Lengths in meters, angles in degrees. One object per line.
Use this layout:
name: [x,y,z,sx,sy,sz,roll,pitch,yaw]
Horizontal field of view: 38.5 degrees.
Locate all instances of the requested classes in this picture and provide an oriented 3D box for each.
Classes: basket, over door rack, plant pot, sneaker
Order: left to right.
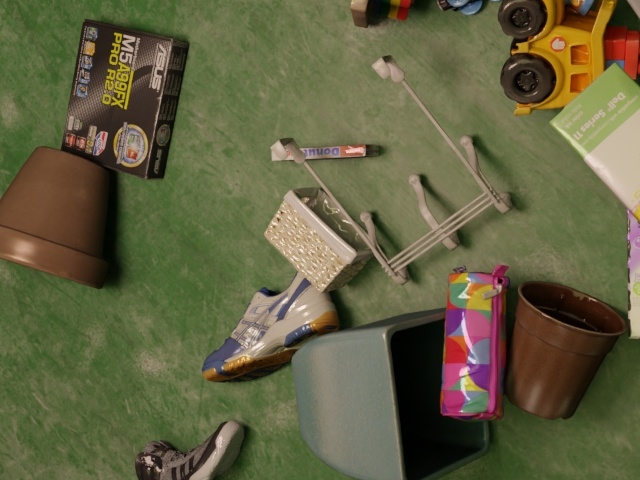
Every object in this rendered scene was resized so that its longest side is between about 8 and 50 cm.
plant pot: [-0.510,-0.050,1.768,0.263,0.263,0.229,15,82,24]
sneaker: [-0.261,0.416,1.740,0.153,0.101,0.268,38,111,16]
sneaker: [-0.098,0.158,1.657,0.296,0.112,0.131,-29,64,23]
basket: [0.000,0.000,1.577,0.167,0.113,0.103,44,113,17]
plant pot: [0.094,0.245,1.487,0.252,0.247,0.247,-6,91,41]
over door rack: [0.121,-0.116,1.486,0.239,0.108,0.324,-38,103,23]
plant pot: [0.355,0.172,1.400,0.167,0.167,0.165,25,112,22]

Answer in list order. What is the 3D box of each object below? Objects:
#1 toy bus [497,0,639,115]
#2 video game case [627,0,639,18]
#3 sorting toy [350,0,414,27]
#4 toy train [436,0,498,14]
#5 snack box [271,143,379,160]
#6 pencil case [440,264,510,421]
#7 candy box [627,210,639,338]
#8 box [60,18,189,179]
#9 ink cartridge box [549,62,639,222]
toy bus: [0.370,-0.301,1.328,0.211,0.149,0.220,2,123,21]
video game case: [0.609,-0.333,1.245,0.300,0.036,0.329,-35,97,24]
sorting toy: [0.123,-0.459,1.414,0.089,0.257,0.255,14,98,2]
toy train: [0.260,-0.430,1.438,0.184,0.080,0.105,-21,79,26]
snack box: [0.008,-0.151,1.587,0.178,0.064,0.022,-1,93,26]
pencil case: [0.236,0.156,1.393,0.104,0.104,0.236,0,79,26]
candy box: [0.538,0.048,1.342,0.165,0.070,0.196,0,93,26]
box: [-0.380,-0.273,1.769,0.216,0.060,0.270,18,102,24]
ink cartridge box: [0.478,-0.054,1.212,0.119,0.207,0.353,-44,71,17]
